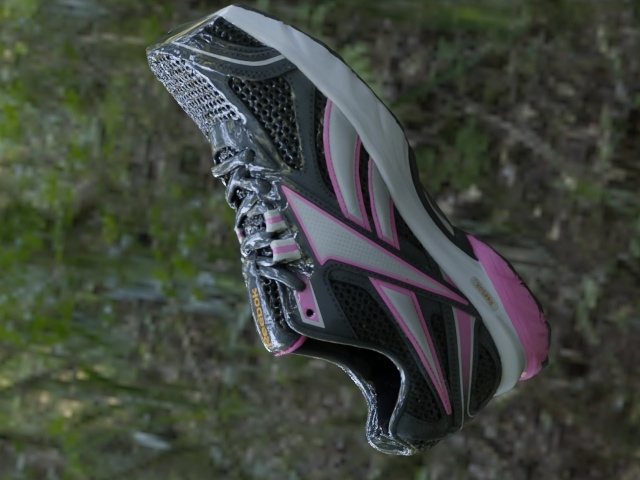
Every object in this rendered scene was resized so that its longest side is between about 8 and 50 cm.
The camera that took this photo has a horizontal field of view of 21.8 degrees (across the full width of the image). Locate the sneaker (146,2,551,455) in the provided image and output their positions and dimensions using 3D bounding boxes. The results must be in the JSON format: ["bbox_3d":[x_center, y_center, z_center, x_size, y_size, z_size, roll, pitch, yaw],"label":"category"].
[{"bbox_3d":[0.000,0.000,0.569,0.077,0.178,0.072,-45,4,-22],"label":"sneaker"}]
